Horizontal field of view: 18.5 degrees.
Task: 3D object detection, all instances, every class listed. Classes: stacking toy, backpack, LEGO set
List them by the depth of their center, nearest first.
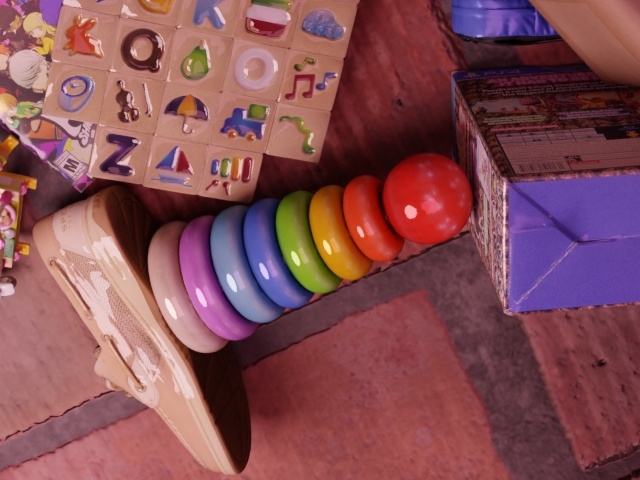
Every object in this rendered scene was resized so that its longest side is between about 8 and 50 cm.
[{"bbox_3d":[-0.358,-0.044,1.926,0.132,0.107,0.287,-8,122,11],"label":"LEGO set"},{"bbox_3d":[0.187,-0.242,1.932,0.120,0.098,0.101,-9,99,-13],"label":"backpack"},{"bbox_3d":[0.000,0.000,1.952,0.330,0.141,0.141,-20,115,20],"label":"stacking toy"}]

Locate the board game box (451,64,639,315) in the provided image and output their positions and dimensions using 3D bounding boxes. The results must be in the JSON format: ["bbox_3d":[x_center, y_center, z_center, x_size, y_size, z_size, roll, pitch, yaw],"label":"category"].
[{"bbox_3d":[0.263,-0.060,1.915,0.232,0.291,0.141,-4,115,-4],"label":"board game box"}]

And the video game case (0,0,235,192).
[{"bbox_3d":[-0.237,-0.195,1.936,0.232,0.042,0.210,-44,111,12],"label":"video game case"}]

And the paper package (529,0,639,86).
[{"bbox_3d":[0.303,-0.346,1.816,0.325,0.168,0.309,45,79,-20],"label":"paper package"}]

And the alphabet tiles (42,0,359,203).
[{"bbox_3d":[-0.113,-0.205,1.919,0.285,0.011,0.343,9,113,-12],"label":"alphabet tiles"}]

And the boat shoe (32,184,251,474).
[{"bbox_3d":[-0.179,0.103,2.040,0.110,0.122,0.341,-20,109,20],"label":"boat shoe"}]
